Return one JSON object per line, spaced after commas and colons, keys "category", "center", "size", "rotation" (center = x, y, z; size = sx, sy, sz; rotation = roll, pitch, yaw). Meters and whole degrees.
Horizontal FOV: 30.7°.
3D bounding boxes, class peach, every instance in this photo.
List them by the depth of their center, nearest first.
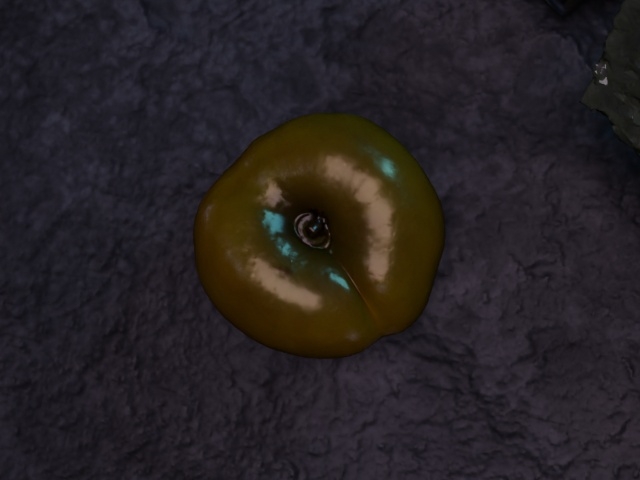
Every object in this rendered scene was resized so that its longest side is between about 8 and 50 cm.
{"category": "peach", "center": [0.000, 0.000, 0.825], "size": [0.179, 0.103, 0.179], "rotation": [0, 87, 5]}

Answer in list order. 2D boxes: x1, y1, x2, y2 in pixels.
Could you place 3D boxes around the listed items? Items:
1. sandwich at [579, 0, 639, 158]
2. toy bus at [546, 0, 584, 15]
{"category": "sandwich", "center": [0.324, -0.117, 0.713], "size": [0.325, 0.131, 0.262], "rotation": [-9, 108, 29]}
{"category": "toy bus", "center": [0.276, -0.298, 0.801], "size": [0.329, 0.136, 0.109], "rotation": [-36, 81, 2]}
